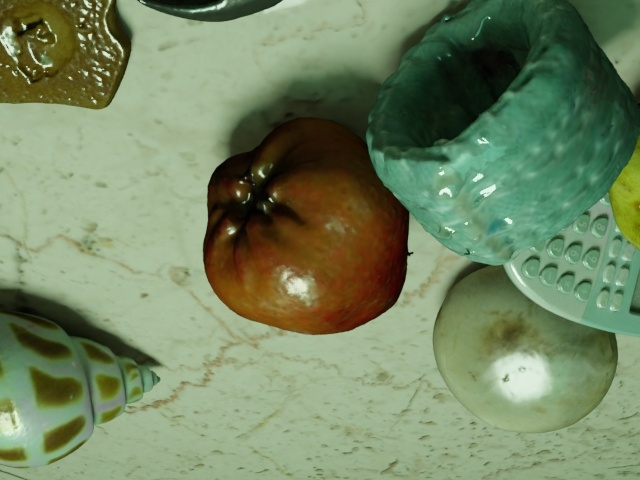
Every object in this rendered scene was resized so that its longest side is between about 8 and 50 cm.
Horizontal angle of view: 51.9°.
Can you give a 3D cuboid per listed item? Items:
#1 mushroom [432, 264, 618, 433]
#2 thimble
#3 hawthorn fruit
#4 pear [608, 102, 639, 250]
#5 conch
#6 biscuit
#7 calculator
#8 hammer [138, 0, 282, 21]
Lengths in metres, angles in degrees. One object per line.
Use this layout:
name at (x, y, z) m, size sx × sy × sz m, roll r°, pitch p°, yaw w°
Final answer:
mushroom at (0.259, 0.131, 0.844) m, size 0.226 × 0.178 × 0.226 m, roll 11°, pitch 115°, yaw 25°
thimble at (0.151, -0.097, 0.569) m, size 0.198 × 0.235 × 0.143 m, roll -3°, pitch 146°, yaw 49°
hawthorn fruit at (0.000, 0.000, 0.702) m, size 0.224 × 0.224 × 0.261 m, roll -22°, pitch 146°, yaw 23°
pear at (0.380, -0.065, 0.617) m, size 0.197 × 0.197 × 0.197 m, roll 1°, pitch 136°, yaw 1°
conch at (-0.428, 0.206, 0.938) m, size 0.368 × 0.197 × 0.249 m, roll 32°, pitch 165°, yaw -33°
biscuit at (-0.270, -0.219, 0.599) m, size 0.182 × 0.034 × 0.215 m, roll 3°, pitch 134°, yaw -1°
calculator at (0.339, 0.011, 0.737) m, size 0.295 × 0.042 × 0.184 m, roll 14°, pitch 92°, yaw -10°
hammer at (-0.139, -0.324, 0.420) m, size 0.168 × 0.044 × 0.440 m, roll -18°, pitch 143°, yaw 14°
